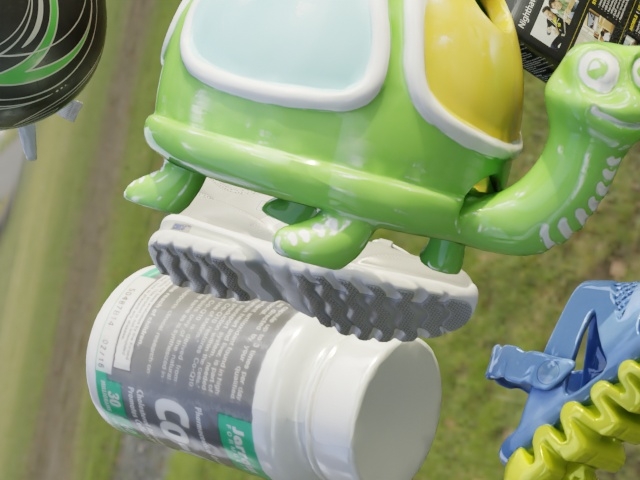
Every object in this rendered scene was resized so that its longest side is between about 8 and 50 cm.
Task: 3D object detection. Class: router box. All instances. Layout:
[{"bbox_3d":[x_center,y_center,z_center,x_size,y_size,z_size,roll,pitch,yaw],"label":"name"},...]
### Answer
[{"bbox_3d":[0.214,-0.203,1.139,0.046,0.133,0.179,-7,57,64],"label":"router box"}]

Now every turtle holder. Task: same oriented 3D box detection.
[{"bbox_3d":[0.035,-0.100,0.977,0.320,0.243,0.227,22,100,54],"label":"turtle holder"}]

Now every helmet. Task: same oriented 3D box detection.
[{"bbox_3d":[-0.242,-0.159,1.080,0.169,0.169,0.162,175,104,-77],"label":"helmet"}]

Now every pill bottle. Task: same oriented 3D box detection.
[{"bbox_3d":[-0.063,0.153,1.611,0.361,0.204,0.204,11,89,36],"label":"pill bottle"}]

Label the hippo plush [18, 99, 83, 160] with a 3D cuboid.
[{"bbox_3d":[-0.400,-0.300,1.783,0.234,0.294,0.237,-37,36,41],"label":"hippo plush"}]

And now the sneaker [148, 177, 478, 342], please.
[{"bbox_3d":[0.000,0.000,1.233,0.105,0.281,0.115,83,-154,-59],"label":"sneaker"}]

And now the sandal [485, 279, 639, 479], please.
[{"bbox_3d":[0.248,0.078,1.187,0.317,0.126,0.138,-40,53,13],"label":"sandal"}]
